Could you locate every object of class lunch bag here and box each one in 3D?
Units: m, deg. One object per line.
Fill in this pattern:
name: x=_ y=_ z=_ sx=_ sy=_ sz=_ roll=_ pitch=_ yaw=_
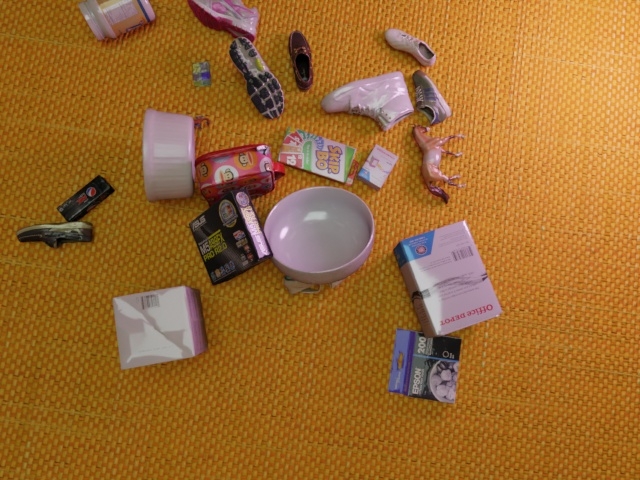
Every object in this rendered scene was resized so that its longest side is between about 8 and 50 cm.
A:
lunch bag: x=-0.232 y=-0.192 z=1.638 sx=0.258 sy=0.293 sz=0.120 roll=-13 pitch=83 yaw=-8

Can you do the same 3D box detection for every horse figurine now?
horse figurine: x=0.387 y=-0.256 z=1.795 sx=0.174 sy=0.066 sz=0.263 roll=5 pitch=81 yaw=-8

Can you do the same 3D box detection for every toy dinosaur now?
toy dinosaur: x=-0.401 y=-0.376 z=1.766 sx=0.082 sy=0.090 sz=0.047 roll=-13 pitch=101 yaw=26

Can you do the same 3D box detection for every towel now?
towel: x=-0.395 y=-0.552 z=1.814 sx=0.060 sy=0.009 sz=0.083 roll=-6 pitch=83 yaw=-5

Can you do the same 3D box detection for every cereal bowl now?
cereal bowl: x=0.000 y=0.000 z=1.672 sx=0.339 sy=0.141 sz=0.339 roll=-4 pitch=51 yaw=4

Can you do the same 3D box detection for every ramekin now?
ramekin: x=-0.450 y=-0.253 z=1.649 sx=0.135 sy=0.277 sz=0.277 roll=0 pitch=83 yaw=-11

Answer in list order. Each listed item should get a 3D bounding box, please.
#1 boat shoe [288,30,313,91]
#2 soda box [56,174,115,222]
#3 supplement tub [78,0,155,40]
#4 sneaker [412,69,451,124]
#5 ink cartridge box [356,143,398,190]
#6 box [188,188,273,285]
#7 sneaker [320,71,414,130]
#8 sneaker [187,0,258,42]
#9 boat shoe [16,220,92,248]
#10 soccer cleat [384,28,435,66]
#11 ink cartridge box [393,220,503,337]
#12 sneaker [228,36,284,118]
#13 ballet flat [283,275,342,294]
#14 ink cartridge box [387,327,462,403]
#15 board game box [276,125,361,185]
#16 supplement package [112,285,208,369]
boat shoe: x=-0.062 y=-0.602 z=1.808 sx=0.073 sy=0.073 sz=0.207 roll=-12 pitch=83 yaw=-4
soda box: x=-0.737 y=-0.129 z=1.722 sx=0.169 sy=0.053 sz=0.060 roll=-41 pitch=88 yaw=-6
supplement tub: x=-0.651 y=-0.741 z=1.754 sx=0.200 sy=0.144 sz=0.144 roll=-28 pitch=85 yaw=-6
sneaker: x=0.348 y=-0.469 z=1.816 sx=0.086 sy=0.064 sz=0.192 roll=-35 pitch=89 yaw=-11
ink cartridge box: x=0.185 y=-0.239 z=1.787 sx=0.088 sy=0.052 sz=0.122 roll=30 pitch=81 yaw=1
box: x=-0.274 y=-0.004 z=1.639 sx=0.060 sy=0.270 sz=0.216 roll=-19 pitch=84 yaw=-45
sneaker: x=0.160 y=-0.430 z=1.782 sx=0.292 sy=0.108 sz=0.169 roll=-19 pitch=81 yaw=-6
sneaker: x=-0.314 y=-0.755 z=1.805 sx=0.252 sy=0.103 sz=0.111 roll=25 pitch=78 yaw=-6
boat shoe: x=-0.820 y=-0.012 z=1.691 sx=0.223 sy=0.080 sz=0.073 roll=-8 pitch=79 yaw=-9
soccer cleat: x=0.304 y=-0.656 z=1.831 sx=0.196 sy=0.076 sz=0.068 roll=34 pitch=83 yaw=2
ink cartridge box: x=0.388 y=0.124 z=1.698 sx=0.223 sy=0.129 sz=0.307 roll=-17 pitch=78 yaw=-9
sneaker: x=-0.194 y=-0.530 z=1.776 sx=0.107 sy=0.110 sz=0.275 roll=-23 pitch=103 yaw=11
ballet flat: x=0.008 y=0.119 z=1.730 sx=0.248 sy=0.086 sz=0.086 roll=-13 pitch=84 yaw=-3
ink cartridge box: x=0.329 y=0.393 z=1.724 sx=0.208 sy=0.045 sz=0.206 roll=8 pitch=83 yaw=0
board game box: x=-0.002 y=-0.274 z=1.792 sx=0.259 sy=0.039 sz=0.124 roll=18 pitch=83 yaw=-4
supplement package: x=-0.453 y=0.247 z=1.587 sx=0.199 sy=0.262 sz=0.198 roll=-9 pitch=83 yaw=-4
